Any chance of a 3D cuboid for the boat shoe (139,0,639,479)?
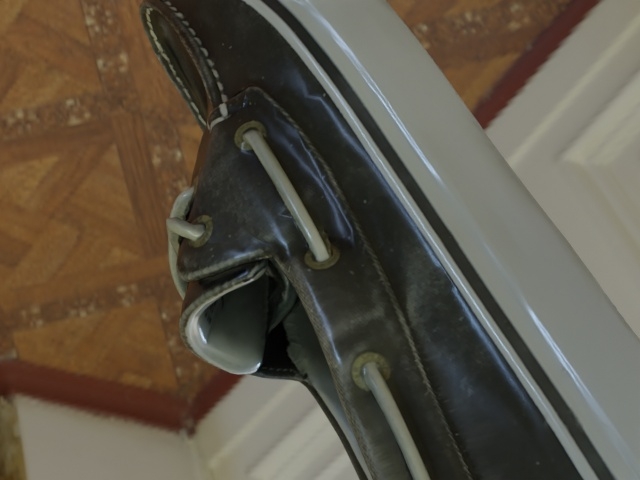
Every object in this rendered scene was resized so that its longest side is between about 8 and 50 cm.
[{"bbox_3d":[0.000,0.000,0.458,0.119,0.335,0.121,-30,144,-10],"label":"boat shoe"}]
